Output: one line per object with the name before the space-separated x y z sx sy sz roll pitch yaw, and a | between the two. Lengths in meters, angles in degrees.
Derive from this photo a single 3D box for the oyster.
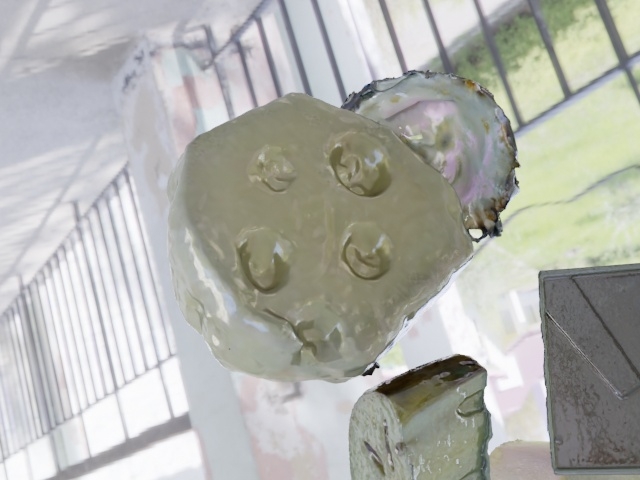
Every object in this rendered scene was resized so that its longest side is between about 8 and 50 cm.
oyster | 0.119 -0.102 1.044 0.260 0.198 0.092 12 -166 28

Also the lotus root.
lotus root | 0.104 0.236 0.896 0.119 0.235 0.138 -9 -174 -27

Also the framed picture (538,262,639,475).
framed picture | 0.379 0.159 1.106 0.192 0.265 0.018 -4 165 15

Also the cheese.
cheese | 0.000 0.000 0.905 0.326 0.318 0.115 12 147 -13

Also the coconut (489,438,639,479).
coconut | 0.382 0.442 1.290 0.297 0.297 0.309 -9 178 -27
